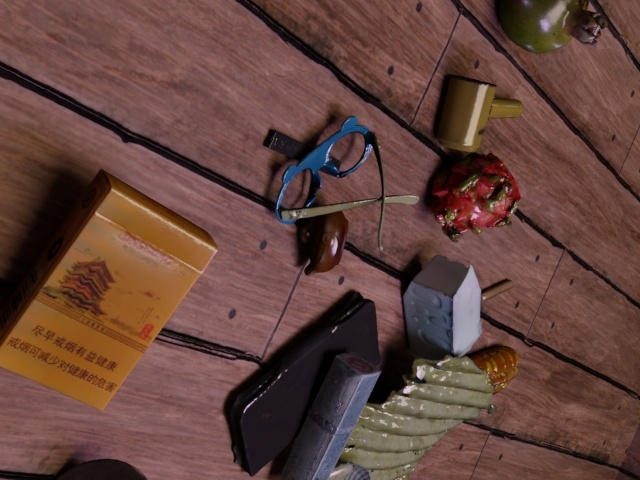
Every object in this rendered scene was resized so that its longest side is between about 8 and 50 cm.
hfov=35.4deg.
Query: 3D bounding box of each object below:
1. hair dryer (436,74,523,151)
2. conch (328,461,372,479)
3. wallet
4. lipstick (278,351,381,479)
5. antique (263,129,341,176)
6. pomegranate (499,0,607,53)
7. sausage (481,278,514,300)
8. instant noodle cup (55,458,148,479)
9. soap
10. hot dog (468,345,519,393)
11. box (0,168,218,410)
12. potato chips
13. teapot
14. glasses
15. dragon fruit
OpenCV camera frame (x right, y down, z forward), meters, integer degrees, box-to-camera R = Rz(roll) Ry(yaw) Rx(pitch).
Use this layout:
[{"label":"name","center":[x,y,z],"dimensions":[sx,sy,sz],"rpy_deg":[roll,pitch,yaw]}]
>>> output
[{"label":"hair dryer","center":[0.331,-0.251,1.998],"dimensions":[0.279,0.090,0.134],"rpy_deg":[-10,115,-55]},{"label":"conch","center":[0.022,0.498,1.973],"dimensions":[0.153,0.102,0.135],"rpy_deg":[-22,115,-41]},{"label":"wallet","center":[-0.022,0.259,1.839],"dimensions":[0.377,0.051,0.197],"rpy_deg":[-39,138,-32]},{"label":"lipstick","center":[0.012,0.346,1.835],"dimensions":[0.077,0.076,0.289],"rpy_deg":[-2,119,-57]},{"label":"antique","center":[-0.026,-0.143,1.655],"dimensions":[0.192,0.015,0.031],"rpy_deg":[19,94,-54]},{"label":"pomegranate","center":[0.441,-0.435,1.940],"dimensions":[0.179,0.210,0.179],"rpy_deg":[-10,143,-8]},{"label":"sausage","center":[0.407,0.116,2.320],"dimensions":[0.132,0.024,0.024],"rpy_deg":[-19,122,-47]},{"label":"instant noodle cup","center":[-0.292,0.457,1.483],"dimensions":[0.217,0.217,0.207],"rpy_deg":[-55,148,-16]},{"label":"soap","center":[0.243,0.144,2.029],"dimensions":[0.091,0.145,0.230],"rpy_deg":[-39,134,-32]},{"label":"hot dog","center":[0.384,0.319,2.361],"dimensions":[0.269,0.072,0.115],"rpy_deg":[-13,126,-48]},{"label":"box","center":[-0.283,0.068,1.297],"dimensions":[0.174,0.076,0.274],"rpy_deg":[32,97,-33]},{"label":"potato chips","center":[0.204,0.391,2.121],"dimensions":[0.373,0.097,0.389],"rpy_deg":[-41,144,3]},{"label":"teapot","center":[0.000,0.000,1.720],"dimensions":[0.098,0.078,0.129],"rpy_deg":[-92,-165,-69]},{"label":"glasses","center":[0.051,-0.070,1.660],"dimensions":[0.239,0.207,0.102],"rpy_deg":[-39,173,-27]},{"label":"dragon fruit","center":[0.302,-0.080,1.982],"dimensions":[0.172,0.166,0.160],"rpy_deg":[-31,-179,0]}]
